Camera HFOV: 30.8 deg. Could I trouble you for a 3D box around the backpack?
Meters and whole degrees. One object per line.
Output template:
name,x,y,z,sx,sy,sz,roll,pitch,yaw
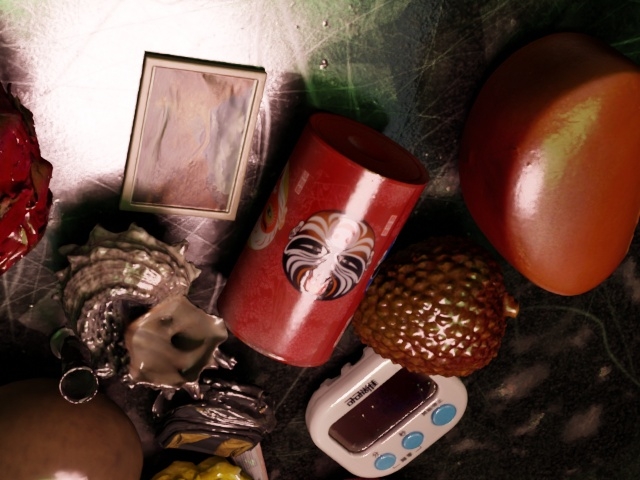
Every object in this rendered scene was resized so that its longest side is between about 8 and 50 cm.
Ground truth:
backpack,-0.167,0.272,1.873,0.206,0.258,0.133,7,74,-16

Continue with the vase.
vase,-0.377,0.187,1.776,0.059,0.167,0.059,-6,109,-17

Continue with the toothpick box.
toothpick box,0.000,0.000,1.757,0.204,0.204,0.333,18,114,-25

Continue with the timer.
timer,0.115,0.287,2.032,0.262,0.087,0.237,-40,123,9

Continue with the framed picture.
framed picture,-0.190,-0.147,1.722,0.184,0.016,0.250,6,118,-19

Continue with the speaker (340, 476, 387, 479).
speaker,0.081,0.579,2.081,0.294,0.294,0.294,-7,122,-12

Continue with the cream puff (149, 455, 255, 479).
cream puff,-0.183,0.489,1.939,0.185,0.282,0.282,-14,134,40

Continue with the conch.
conch,-0.259,0.098,1.730,0.240,0.186,0.313,-43,84,19

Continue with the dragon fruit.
dragon fruit,-0.499,-0.080,1.500,0.329,0.329,0.329,-7,122,-12

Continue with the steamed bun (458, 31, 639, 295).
steamed bun,0.348,-0.115,1.768,0.248,0.235,0.379,-3,121,-18

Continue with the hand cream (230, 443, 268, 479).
hand cream,-0.125,0.403,2.063,0.067,0.043,0.210,-16,118,-4

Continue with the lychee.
lychee,0.181,0.106,1.863,0.271,0.236,0.236,-3,121,-4

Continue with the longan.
longan,-0.428,0.345,1.795,0.297,0.297,0.297,-7,122,-12
